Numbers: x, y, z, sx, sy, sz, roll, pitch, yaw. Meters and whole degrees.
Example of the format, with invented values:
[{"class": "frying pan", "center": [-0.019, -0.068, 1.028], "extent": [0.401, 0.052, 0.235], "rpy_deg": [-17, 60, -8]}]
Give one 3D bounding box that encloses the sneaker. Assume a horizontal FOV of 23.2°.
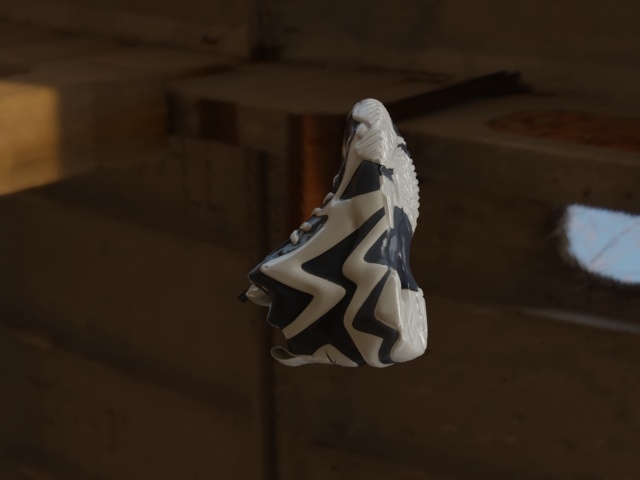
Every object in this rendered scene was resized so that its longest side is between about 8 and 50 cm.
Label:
[{"class": "sneaker", "center": [0.000, 0.000, 1.278], "extent": [0.153, 0.094, 0.235], "rpy_deg": [-13, -112, 19]}]
